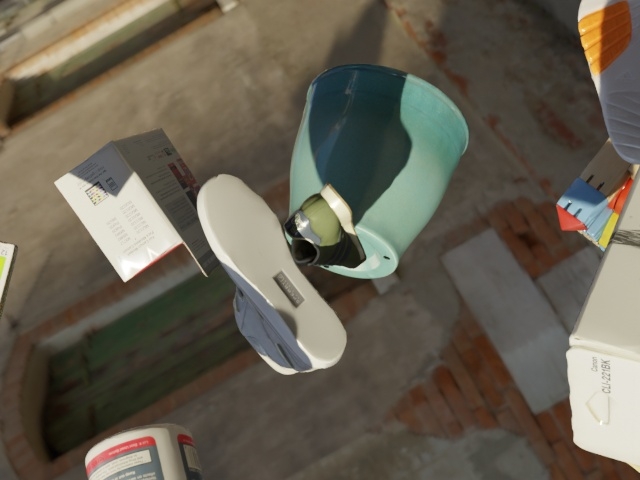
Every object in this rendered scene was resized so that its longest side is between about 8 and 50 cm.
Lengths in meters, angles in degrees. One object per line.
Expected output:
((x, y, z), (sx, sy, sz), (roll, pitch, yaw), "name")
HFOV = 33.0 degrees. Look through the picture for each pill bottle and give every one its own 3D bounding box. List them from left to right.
((-0.154, 0.276, 1.022), (0.108, 0.107, 0.180), (56, -167, -62), "pill bottle")

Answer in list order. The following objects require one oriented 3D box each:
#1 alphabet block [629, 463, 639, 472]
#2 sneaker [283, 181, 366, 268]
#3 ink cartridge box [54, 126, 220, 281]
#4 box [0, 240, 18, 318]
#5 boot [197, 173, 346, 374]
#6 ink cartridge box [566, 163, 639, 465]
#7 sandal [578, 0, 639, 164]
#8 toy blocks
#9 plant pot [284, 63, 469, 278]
((0.563, 0.292, 1.673), (0.192, 0.193, 0.197), (38, 179, -43), "alphabet block")
((0.000, 0.000, 1.362), (0.064, 0.086, 0.192), (50, 172, 25), "sneaker")
((-0.291, -0.044, 1.896), (0.272, 0.130, 0.309), (56, -169, -4), "ink cartridge box")
((-0.455, 0.090, 1.338), (0.103, 0.114, 0.203), (172, 113, -77), "box")
((-0.081, 0.051, 1.282), (0.258, 0.095, 0.123), (58, 144, -3), "boot")
((0.328, 0.052, 1.003), (0.114, 0.273, 0.197), (16, 148, 26), "ink cartridge box")
((0.396, -0.219, 1.405), (0.076, 0.101, 0.265), (31, -127, -69), "sandal")
((0.480, -0.083, 1.615), (0.190, 0.261, 0.381), (40, -174, 24), "toy blocks")
((0.070, -0.091, 1.684), (0.272, 0.271, 0.255), (58, -135, -51), "plant pot")
